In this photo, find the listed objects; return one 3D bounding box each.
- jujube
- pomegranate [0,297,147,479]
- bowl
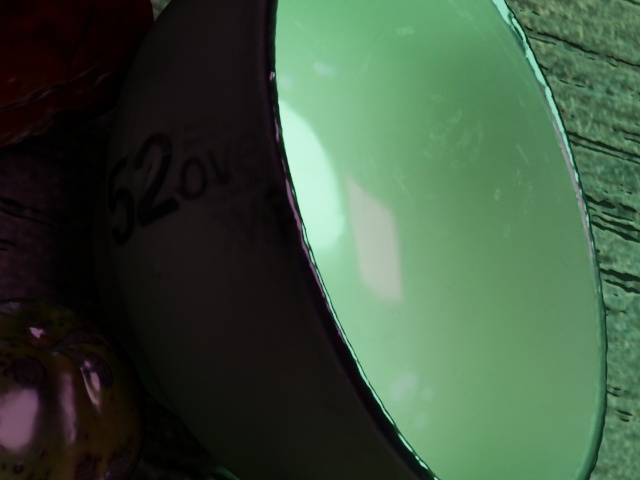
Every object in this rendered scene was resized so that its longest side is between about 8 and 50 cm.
[{"bbox_3d":[-0.203,-0.122,0.881,0.255,0.190,0.190,8,69,-54],"label":"jujube"},{"bbox_3d":[-0.147,0.110,0.863,0.138,0.125,0.163,-16,86,-52],"label":"pomegranate"},{"bbox_3d":[0.000,0.000,0.943,0.354,0.185,0.354,35,47,-48],"label":"bowl"}]
